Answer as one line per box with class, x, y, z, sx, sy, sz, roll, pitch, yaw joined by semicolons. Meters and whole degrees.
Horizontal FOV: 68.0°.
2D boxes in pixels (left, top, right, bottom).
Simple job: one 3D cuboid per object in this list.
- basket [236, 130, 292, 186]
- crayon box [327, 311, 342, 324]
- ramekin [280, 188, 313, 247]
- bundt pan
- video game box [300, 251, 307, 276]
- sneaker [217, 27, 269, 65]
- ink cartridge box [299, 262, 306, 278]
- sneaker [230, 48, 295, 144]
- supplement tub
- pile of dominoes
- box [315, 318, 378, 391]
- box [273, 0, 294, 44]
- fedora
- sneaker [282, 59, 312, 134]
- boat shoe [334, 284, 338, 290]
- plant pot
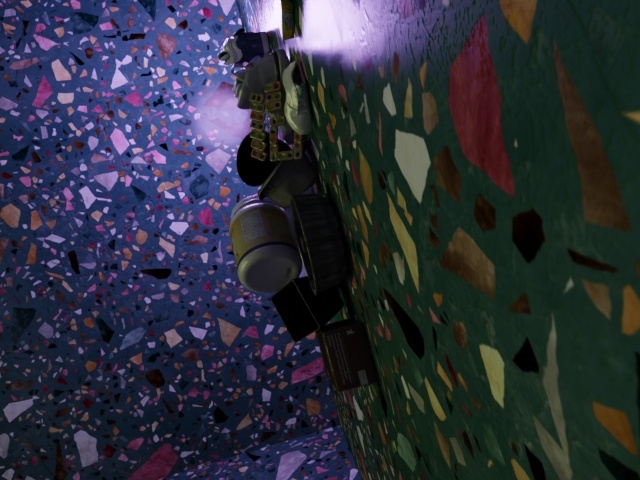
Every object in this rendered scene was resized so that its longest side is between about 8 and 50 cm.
basket;-0.196;-0.312;1.781;0.227;0.154;0.204;-38;-33;-70
crayon box;0.046;0.349;2.044;0.165;0.081;0.278;84;170;-52
ramekin;-0.086;-0.105;1.965;0.277;0.135;0.277;167;90;-83
bundt pan;0.000;0.000;1.504;0.331;0.124;0.330;167;90;-84
video game box;-0.007;0.144;1.940;0.187;0.048;0.205;15;-122;-68
sneaker;-0.363;-0.877;2.210;0.323;0.237;0.130;-140;36;-79
ink cartridge box;-0.047;0.180;2.250;0.275;0.060;0.238;-85;-9;-47
sneaker;-0.194;-0.493;1.709;0.365;0.210;0.137;83;171;-47
supplement tub;-0.206;0.008;1.722;0.228;0.229;0.316;83;170;-47
pile of dominoes;-0.154;-0.380;1.532;0.040;0.196;0.251;7;-99;-65
box;0.076;0.379;1.622;0.381;0.143;0.191;125;131;-79
box;-0.104;-0.655;1.347;0.179;0.043;0.105;108;147;-73
fedora;-0.098;-0.210;1.672;0.124;0.275;0.243;44;-142;-3
sneaker;-0.065;-0.423;1.402;0.094;0.080;0.212;171;86;-72
boat shoe;0.041;0.153;1.814;0.178;0.064;0.060;-120;50;-79
plant pot;-0.034;0.223;1.681;0.188;0.167;0.187;59;140;9
